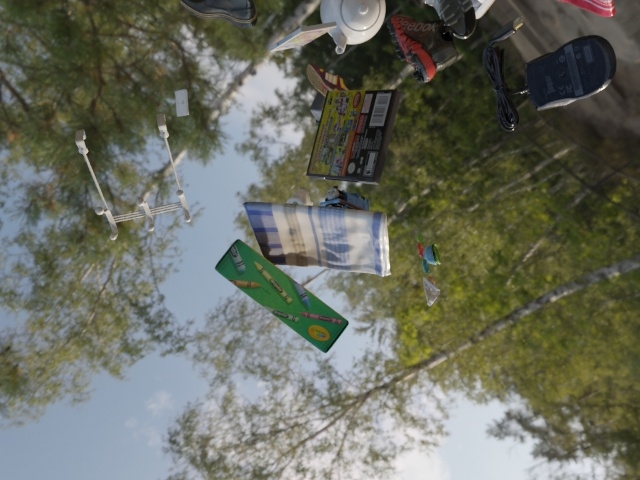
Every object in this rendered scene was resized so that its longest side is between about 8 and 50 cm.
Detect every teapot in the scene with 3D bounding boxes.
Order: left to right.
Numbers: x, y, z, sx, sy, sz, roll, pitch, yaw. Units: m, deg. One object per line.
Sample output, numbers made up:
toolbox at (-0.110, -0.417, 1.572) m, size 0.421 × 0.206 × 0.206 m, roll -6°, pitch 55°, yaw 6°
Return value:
teapot at (0.129, -0.818, 1.939) m, size 0.187 × 0.253 × 0.255 m, roll -125°, pitch 18°, yaw -67°

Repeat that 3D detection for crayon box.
crayon box at (-0.076, 0.121, 1.145) m, size 0.279 × 0.081 × 0.165 m, roll 37°, pitch 172°, yaw 7°

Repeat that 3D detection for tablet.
tablet at (-0.459, -0.455, 1.826) m, size 0.006 × 0.054 × 0.083 m, roll -13°, pitch -79°, yaw -58°

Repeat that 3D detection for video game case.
video game case at (-0.036, -0.402, 1.091) m, size 0.087 × 0.122 × 0.011 m, roll -24°, pitch -78°, yaw -32°
video game case at (0.092, -0.306, 1.609) m, size 0.035 × 0.249 × 0.274 m, roll 20°, pitch -97°, yaw -52°

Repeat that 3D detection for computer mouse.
computer mouse at (0.397, -0.316, 0.964) m, size 0.060 × 0.262 × 0.183 m, roll -18°, pitch -90°, yaw -25°

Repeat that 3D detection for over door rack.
over door rack at (-0.512, -0.163, 1.529) m, size 0.108 × 0.240 × 0.324 m, roll -119°, pitch 19°, yaw -56°

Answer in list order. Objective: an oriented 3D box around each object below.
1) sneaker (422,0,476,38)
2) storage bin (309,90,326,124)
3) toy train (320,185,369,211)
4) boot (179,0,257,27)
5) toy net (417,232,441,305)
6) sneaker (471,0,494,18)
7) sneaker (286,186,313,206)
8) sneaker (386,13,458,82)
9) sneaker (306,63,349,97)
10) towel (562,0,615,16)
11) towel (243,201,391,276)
sneaker at (0.327, -0.622, 1.445) m, size 0.228 × 0.086 × 0.132 m, roll 58°, pitch -171°, yaw -2°
storage bin at (0.022, -0.532, 2.175) m, size 0.098 × 0.135 × 0.091 m, roll 16°, pitch 168°, yaw 35°
toy train at (0.071, -0.088, 1.544) m, size 0.184 × 0.080 × 0.105 m, roll 19°, pitch -116°, yaw -53°
boot at (-0.250, -0.605, 1.330) m, size 0.198 × 0.137 × 0.076 m, roll 13°, pitch -113°, yaw 3°
toy net at (0.322, 0.084, 1.614) m, size 0.232 × 0.045 × 0.122 m, roll -84°, pitch -26°, yaw -45°
sneaker at (0.413, -0.710, 1.489) m, size 0.153 × 0.282 × 0.099 m, roll 5°, pitch -106°, yaw -10°
sneaker at (-0.060, -0.086, 1.906) m, size 0.091 × 0.232 × 0.115 m, roll 15°, pitch -133°, yaw 10°
sneaker at (0.260, -0.507, 1.396) m, size 0.097 × 0.135 × 0.276 m, roll 55°, pitch -169°, yaw -44°
sneaker at (0.030, -0.576, 2.001) m, size 0.084 × 0.069 × 0.185 m, roll -41°, pitch -91°, yaw -23°
towel at (0.679, -0.712, 1.471) m, size 0.275 × 0.031 × 0.199 m, roll 30°, pitch -166°, yaw -49°
towel at (0.000, 0.000, 1.118) m, size 0.209 × 0.285 × 0.034 m, roll 78°, pitch -159°, yaw -55°
